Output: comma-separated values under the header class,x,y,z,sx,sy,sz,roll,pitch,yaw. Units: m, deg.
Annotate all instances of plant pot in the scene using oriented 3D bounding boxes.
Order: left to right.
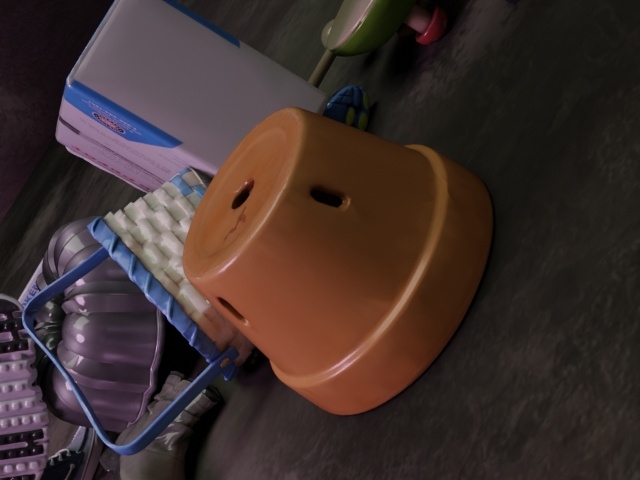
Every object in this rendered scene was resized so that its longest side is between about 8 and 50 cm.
class,x,y,z,sx,sy,sz,roll,pitch,yaw
plant pot,0.000,0.000,1.034,0.291,0.203,0.291,-43,28,29

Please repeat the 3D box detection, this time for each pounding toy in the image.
class,x,y,z,sx,sy,sz,roll,pitch,yaw
pounding toy,0.088,-0.281,1.332,0.237,0.110,0.183,-48,19,42

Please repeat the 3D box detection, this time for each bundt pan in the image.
class,x,y,z,sx,sy,sz,roll,pitch,yaw
bundt pan,-0.330,0.113,1.467,0.331,0.124,0.330,-21,67,61

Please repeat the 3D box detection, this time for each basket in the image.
class,x,y,z,sx,sy,sz,roll,pitch,yaw
basket,-0.190,0.081,1.226,0.289,0.201,0.255,-37,60,-10

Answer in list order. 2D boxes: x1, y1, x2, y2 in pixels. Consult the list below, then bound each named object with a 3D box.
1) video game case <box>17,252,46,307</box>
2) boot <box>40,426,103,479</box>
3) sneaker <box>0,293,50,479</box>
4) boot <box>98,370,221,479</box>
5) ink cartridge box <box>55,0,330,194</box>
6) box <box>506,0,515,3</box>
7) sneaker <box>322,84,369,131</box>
class,x,y,z,sx,sy,sz,roll,pitch,yaw
video game case,-0.566,0.113,2.054,0.300,0.036,0.329,-60,8,-4
boot,-0.376,0.329,1.490,0.069,0.086,0.190,-39,31,36
sneaker,-0.429,0.212,1.419,0.118,0.110,0.292,-154,64,-76
boot,-0.178,0.242,1.239,0.161,0.083,0.246,-53,27,-8
ink cartridge box,-0.193,-0.164,1.403,0.166,0.285,0.395,-62,13,-12
box,0.195,-0.383,1.170,0.093,0.158,0.156,-36,33,41
sneaker,-0.003,-0.125,1.348,0.188,0.067,0.078,-59,30,5
